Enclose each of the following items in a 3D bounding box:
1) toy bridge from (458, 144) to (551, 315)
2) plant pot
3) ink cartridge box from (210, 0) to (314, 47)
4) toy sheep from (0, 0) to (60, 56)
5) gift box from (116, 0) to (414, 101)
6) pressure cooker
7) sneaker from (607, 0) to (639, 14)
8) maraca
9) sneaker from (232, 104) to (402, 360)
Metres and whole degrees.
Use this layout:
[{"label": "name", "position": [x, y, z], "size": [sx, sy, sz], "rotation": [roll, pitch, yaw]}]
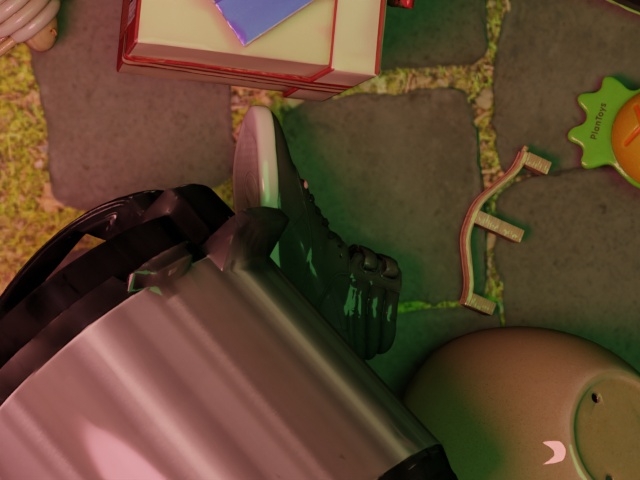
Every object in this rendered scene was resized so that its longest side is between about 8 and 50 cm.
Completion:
[{"label": "toy bridge", "position": [0.189, -0.016, 1.490], "size": [0.063, 0.026, 0.188], "rotation": [23, 85, -13]}, {"label": "plant pot", "position": [0.243, 0.209, 1.380], "size": [0.284, 0.191, 0.284], "rotation": [9, 70, -27]}, {"label": "ink cartridge box", "position": [-0.040, -0.306, 1.169], "size": [0.206, 0.045, 0.208], "rotation": [-35, 91, -5]}, {"label": "toy sheep", "position": [-0.302, -0.235, 1.324], "size": [0.091, 0.091, 0.132], "rotation": [-46, 120, -10]}, {"label": "gift box", "position": [-0.047, -0.282, 1.306], "size": [0.258, 0.255, 0.276], "rotation": [7, 93, -13]}, {"label": "pressure cooker", "position": [-0.132, 0.175, 1.205], "size": [0.370, 0.375, 0.420], "rotation": [-37, 73, -23]}, {"label": "sneaker", "position": [0.346, -0.335, 1.434], "size": [0.483, 0.202, 0.185], "rotation": [3, 91, -15]}, {"label": "maraca", "position": [0.366, -0.114, 1.503], "size": [0.186, 0.099, 0.127], "rotation": [15, 85, 11]}, {"label": "sneaker", "position": [0.000, 0.000, 1.405], "size": [0.147, 0.104, 0.295], "rotation": [-11, 100, -16]}]
